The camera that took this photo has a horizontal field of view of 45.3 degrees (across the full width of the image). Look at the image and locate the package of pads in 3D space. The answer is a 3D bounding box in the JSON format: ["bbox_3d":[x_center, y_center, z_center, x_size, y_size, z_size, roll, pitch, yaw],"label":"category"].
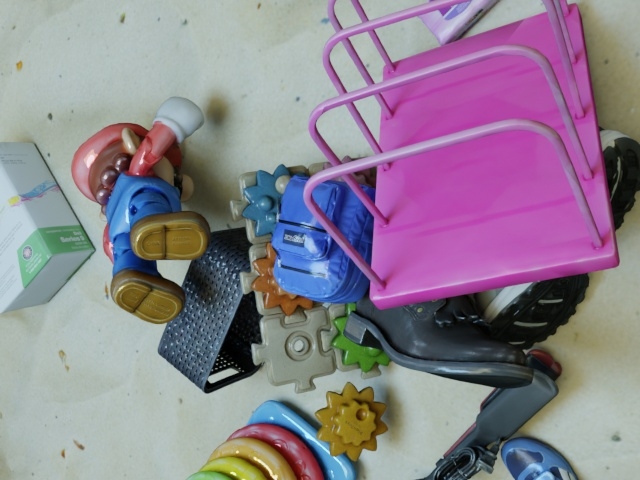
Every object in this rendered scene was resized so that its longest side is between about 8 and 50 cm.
[{"bbox_3d":[0.142,-0.244,0.787,0.083,0.032,0.050,-43,74,29],"label":"package of pads"}]

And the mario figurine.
[{"bbox_3d":[-0.187,-0.043,0.923,0.198,0.170,0.320,-34,37,2],"label":"mario figurine"}]

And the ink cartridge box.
[{"bbox_3d":[-0.460,-0.023,1.161,0.154,0.093,0.212,-42,75,28],"label":"ink cartridge box"}]

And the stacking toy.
[{"bbox_3d":[-0.115,0.315,0.859,0.166,0.302,0.175,34,113,24],"label":"stacking toy"}]

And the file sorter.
[{"bbox_3d":[0.110,-0.126,0.641,0.202,0.182,0.290,-13,52,25],"label":"file sorter"}]

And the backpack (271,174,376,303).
[{"bbox_3d":[0.000,0.000,0.757,0.098,0.101,0.120,12,91,39],"label":"backpack"}]

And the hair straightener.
[{"bbox_3d":[0.159,0.210,0.798,0.047,0.089,0.230,42,116,2],"label":"hair straightener"}]

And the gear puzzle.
[{"bbox_3d":[0.009,0.080,0.840,0.044,0.176,0.338,178,84,-73],"label":"gear puzzle"}]

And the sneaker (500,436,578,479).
[{"bbox_3d":[0.237,0.262,0.774,0.144,0.059,0.053,47,120,20],"label":"sneaker"}]

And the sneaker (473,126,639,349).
[{"bbox_3d":[0.208,0.005,0.752,0.108,0.100,0.271,50,125,46],"label":"sneaker"}]

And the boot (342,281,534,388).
[{"bbox_3d":[0.118,0.008,0.734,0.263,0.091,0.228,14,86,57],"label":"boot"}]

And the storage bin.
[{"bbox_3d":[-0.107,0.081,0.932,0.084,0.122,0.180,35,113,24],"label":"storage bin"}]
